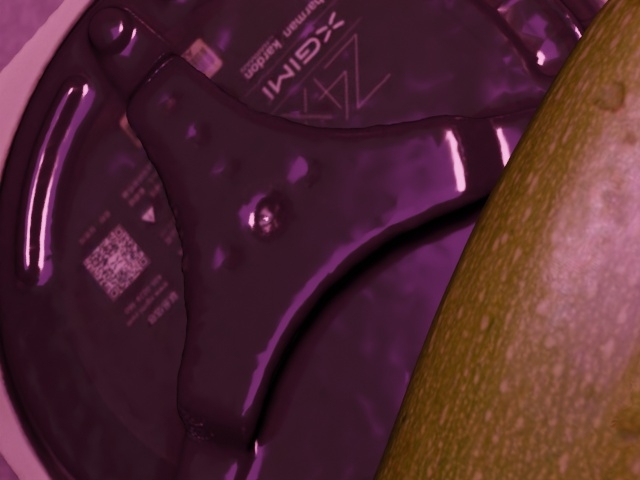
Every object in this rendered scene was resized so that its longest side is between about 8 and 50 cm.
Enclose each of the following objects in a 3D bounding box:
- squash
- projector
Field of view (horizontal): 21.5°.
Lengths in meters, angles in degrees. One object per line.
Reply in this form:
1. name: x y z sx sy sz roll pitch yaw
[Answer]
1. squash: 0.061 0.067 0.426 0.101 0.101 0.379 28 101 27
2. projector: 0.000 0.000 0.545 0.257 0.079 0.259 -46 65 9
